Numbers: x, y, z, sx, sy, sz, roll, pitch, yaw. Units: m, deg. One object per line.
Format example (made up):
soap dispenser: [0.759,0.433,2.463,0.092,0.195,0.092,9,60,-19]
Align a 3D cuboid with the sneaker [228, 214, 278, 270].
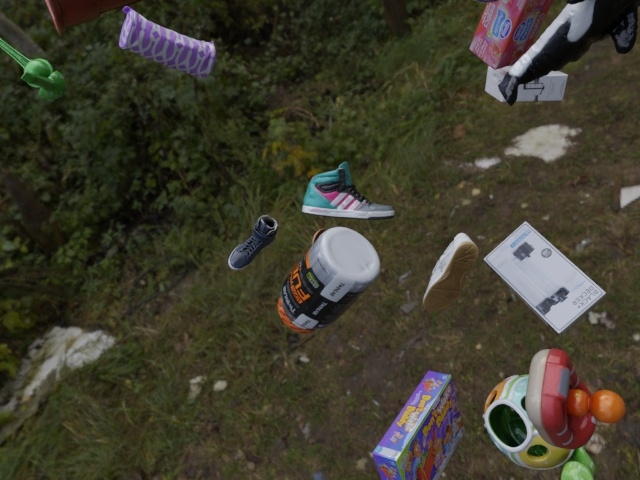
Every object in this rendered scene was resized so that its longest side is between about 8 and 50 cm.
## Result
sneaker: [-0.241,0.002,2.035,0.086,0.163,0.226,41,59,8]

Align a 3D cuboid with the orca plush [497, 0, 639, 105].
orca plush: [0.377,-0.287,0.767,0.287,0.102,0.151,-45,-12,24]

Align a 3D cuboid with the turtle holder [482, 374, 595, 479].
turtle holder: [0.581,0.525,1.525,0.243,0.227,0.320,-36,58,38]

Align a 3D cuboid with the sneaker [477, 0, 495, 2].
sneaker: [0.369,-0.672,1.395,0.095,0.236,0.104,-56,13,24]

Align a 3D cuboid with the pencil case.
pencil case: [-0.321,-0.418,1.196,0.086,0.206,0.088,0,81,51]

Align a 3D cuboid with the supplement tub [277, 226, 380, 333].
supplement tub: [0.012,0.132,1.695,0.338,0.207,0.207,-52,19,41]

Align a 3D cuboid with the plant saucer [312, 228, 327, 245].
plant saucer: [0.000,0.000,1.868,0.013,0.083,0.083,21,59,38]

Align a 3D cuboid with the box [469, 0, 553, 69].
box: [0.547,-0.633,1.592,0.128,0.256,0.122,-23,60,-24]

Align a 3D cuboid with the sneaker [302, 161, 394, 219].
sneaker: [0.095,-0.159,1.784,0.296,0.178,0.124,5,4,-3]

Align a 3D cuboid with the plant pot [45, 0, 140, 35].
plant pot: [-0.314,-0.483,0.854,0.265,0.272,0.272,-21,34,-18]

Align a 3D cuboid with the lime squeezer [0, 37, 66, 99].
lime squeezer: [-0.539,-0.311,1.037,0.310,0.110,0.058,40,109,40]

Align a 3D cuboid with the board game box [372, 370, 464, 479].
board game box: [0.296,0.585,1.630,0.078,0.233,0.347,2,31,39]

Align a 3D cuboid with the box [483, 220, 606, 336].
box: [0.624,0.106,1.570,0.169,0.087,0.290,-42,63,6]

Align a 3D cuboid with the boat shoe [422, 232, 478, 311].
boat shoe: [0.400,0.100,1.745,0.096,0.098,0.277,-95,26,-57]

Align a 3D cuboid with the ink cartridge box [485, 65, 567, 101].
ink cartridge box: [0.649,-0.500,1.783,0.203,0.085,0.148,-3,29,-6]

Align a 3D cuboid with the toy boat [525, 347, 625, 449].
toy boat: [0.480,0.302,1.037,0.151,0.231,0.151,0,58,35]
